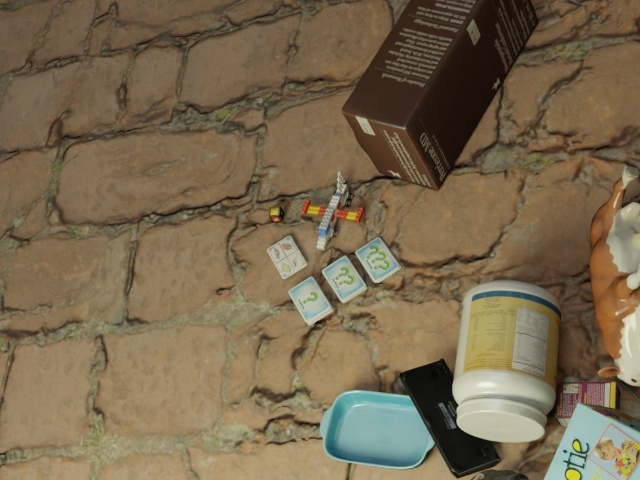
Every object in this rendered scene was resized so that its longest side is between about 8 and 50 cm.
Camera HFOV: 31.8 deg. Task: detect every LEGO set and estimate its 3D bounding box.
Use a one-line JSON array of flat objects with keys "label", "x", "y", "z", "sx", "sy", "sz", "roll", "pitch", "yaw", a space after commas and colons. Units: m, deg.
[{"label": "LEGO set", "x": 0.000, "y": 0.000, "z": 1.888, "sx": 0.182, "sy": 0.060, "sz": 0.244, "roll": -32, "pitch": 52, "yaw": 0}]

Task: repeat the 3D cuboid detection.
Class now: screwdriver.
[{"label": "screwdriver", "x": 0.459, "y": 0.237, "z": 1.551, "sx": 0.024, "sy": 0.025, "sz": 0.170, "roll": -41, "pitch": 43, "yaw": -2}]

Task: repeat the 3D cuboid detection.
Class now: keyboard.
[{"label": "keyboard", "x": 0.197, "y": 0.255, "z": 1.636, "sx": 0.108, "sy": 0.023, "sz": 0.180, "roll": -15, "pitch": 58, "yaw": -22}]

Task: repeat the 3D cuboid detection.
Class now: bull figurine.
[{"label": "bull figurine", "x": 0.441, "y": 0.050, "z": 1.579, "sx": 0.101, "sy": 0.188, "sz": 0.310, "roll": 7, "pitch": 50, "yaw": -10}]

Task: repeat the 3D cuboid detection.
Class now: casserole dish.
[{"label": "casserole dish", "x": 0.091, "y": 0.287, "z": 1.678, "sx": 0.188, "sy": 0.037, "sz": 0.114, "roll": 3, "pitch": 62, "yaw": 26}]

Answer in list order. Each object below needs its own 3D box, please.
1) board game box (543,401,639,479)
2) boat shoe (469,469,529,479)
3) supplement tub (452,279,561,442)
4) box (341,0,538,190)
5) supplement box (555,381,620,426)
[{"label": "board game box", "x": 0.437, "y": 0.327, "z": 1.399, "sx": 0.275, "sy": 0.142, "sz": 0.144, "roll": 26, "pitch": 95, "yaw": 35}, {"label": "boat shoe", "x": 0.164, "y": 0.427, "z": 1.482, "sx": 0.335, "sy": 0.112, "sz": 0.095, "roll": -37, "pitch": 31, "yaw": -27}, {"label": "supplement tub", "x": 0.265, "y": 0.172, "z": 1.597, "sx": 0.144, "sy": 0.144, "sz": 0.200, "roll": -2, "pitch": 60, "yaw": 24}, {"label": "box", "x": 0.207, "y": -0.298, "z": 1.888, "sx": 0.143, "sy": 0.191, "sz": 0.381, "roll": 22, "pitch": 72, "yaw": 34}, {"label": "supplement box", "x": 0.375, "y": 0.230, "z": 1.573, "sx": 0.083, "sy": 0.043, "sz": 0.055, "roll": -2, "pitch": 61, "yaw": 23}]
